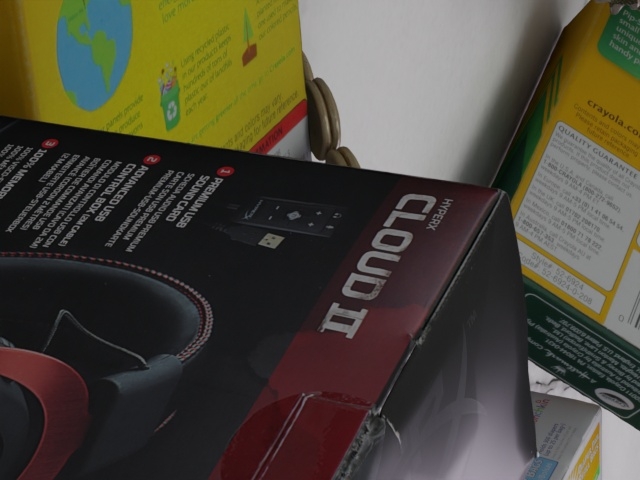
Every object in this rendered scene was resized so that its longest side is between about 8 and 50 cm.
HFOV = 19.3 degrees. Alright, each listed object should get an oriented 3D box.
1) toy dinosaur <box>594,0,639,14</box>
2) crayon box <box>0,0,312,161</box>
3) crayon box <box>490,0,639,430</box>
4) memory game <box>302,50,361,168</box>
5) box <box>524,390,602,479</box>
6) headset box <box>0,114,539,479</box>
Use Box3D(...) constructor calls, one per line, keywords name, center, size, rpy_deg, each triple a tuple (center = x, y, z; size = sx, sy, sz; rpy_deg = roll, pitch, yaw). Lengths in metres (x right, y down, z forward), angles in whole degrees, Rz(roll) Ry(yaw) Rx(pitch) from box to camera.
Box3D(name="toy dinosaur", center=(0.225, -0.229, 1.148), size=(0.160, 0.121, 0.313), rpy_deg=(-83, 171, -52))
Box3D(name="crayon box", center=(-0.082, -0.061, 0.729), size=(0.202, 0.081, 0.318), rpy_deg=(-47, 141, -51))
Box3D(name="crayon box", center=(0.233, -0.038, 1.287), size=(0.083, 0.203, 0.323), rpy_deg=(-47, -168, 55))
Box3D(name="memory game", center=(0.000, 0.000, 0.875), size=(0.186, 0.012, 0.186), rpy_deg=(167, -90, -77))
Box3D(name="box", center=(0.124, 0.212, 1.262), size=(0.114, 0.103, 0.203), rpy_deg=(-48, 141, -51))
Box3D(name="headset box", center=(-0.087, 0.074, 0.508), size=(0.218, 0.293, 0.110), rpy_deg=(-58, 148, -42))
